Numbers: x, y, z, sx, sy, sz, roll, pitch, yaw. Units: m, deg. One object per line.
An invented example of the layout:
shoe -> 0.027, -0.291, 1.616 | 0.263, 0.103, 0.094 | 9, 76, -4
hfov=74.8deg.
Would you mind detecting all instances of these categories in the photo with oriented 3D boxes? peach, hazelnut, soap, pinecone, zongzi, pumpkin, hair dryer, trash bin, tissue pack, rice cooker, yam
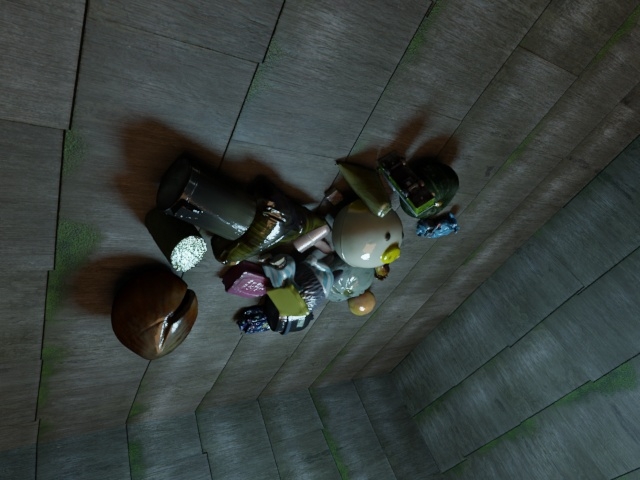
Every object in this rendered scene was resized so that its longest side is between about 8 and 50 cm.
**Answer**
peach -> 0.263, 0.389, 2.661 | 0.184, 0.184, 0.184 | -18, 144, -13
hazelnut -> -0.710, 0.326, 1.826 | 0.359, 0.359, 0.409 | -1, 146, -32
soap -> -0.345, 0.197, 2.090 | 0.162, 0.099, 0.250 | -49, 140, 16
pinecone -> 0.367, 0.187, 2.547 | 0.102, 0.102, 0.109 | 5, 106, -37
zongzi -> -0.214, -0.020, 1.808 | 0.403, 0.208, 0.432 | -43, 144, 19
pumpkin -> 0.509, -0.240, 2.005 | 0.300, 0.207, 0.300 | -30, 155, -16
hair dryer -> 0.000, 0.000, 2.084 | 0.189, 0.107, 0.344 | -36, 153, 8
trash bin -> -0.401, -0.138, 1.508 | 0.203, 0.252, 0.301 | -40, 138, 21
tissue pack -> 0.063, -0.202, 1.901 | 0.063, 0.035, 0.083 | -35, 142, 12
zongzi -> 0.183, -0.227, 1.785 | 0.256, 0.228, 0.115 | 18, 132, -43
rice cooker -> -0.169, 0.376, 2.291 | 0.224, 0.267, 0.267 | -1, 137, -27
yam -> -0.540, -0.016, 1.567 | 0.161, 0.268, 0.161 | -24, 136, -26

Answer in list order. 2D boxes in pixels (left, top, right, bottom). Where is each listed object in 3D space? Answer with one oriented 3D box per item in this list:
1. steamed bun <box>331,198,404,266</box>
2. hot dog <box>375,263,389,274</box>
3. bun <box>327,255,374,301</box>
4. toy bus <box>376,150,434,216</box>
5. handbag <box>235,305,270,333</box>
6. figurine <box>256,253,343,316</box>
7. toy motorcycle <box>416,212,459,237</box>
steamed bun -> 0.222, -0.032, 1.968 | 0.374, 0.334, 0.334 | -6, 143, -54
hot dog -> 0.352, 0.085, 2.367 | 0.163, 0.082, 0.270 | -61, 148, -28
bun -> 0.154, 0.217, 2.350 | 0.354, 0.194, 0.354 | -17, 145, -12
toy bus -> 0.372, -0.242, 1.827 | 0.113, 0.302, 0.139 | -32, 151, 1
handbag -> -0.344, 0.458, 2.403 | 0.260, 0.113, 0.162 | -4, 145, -41
figurine -> -0.083, 0.153, 2.085 | 0.377, 0.266, 0.361 | -41, 122, -37
toy motorcycle -> 0.677, -0.076, 2.390 | 0.272, 0.124, 0.182 | -3, 148, -31
